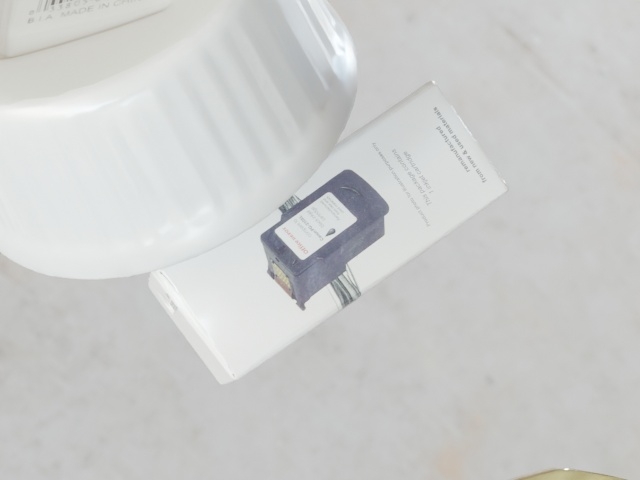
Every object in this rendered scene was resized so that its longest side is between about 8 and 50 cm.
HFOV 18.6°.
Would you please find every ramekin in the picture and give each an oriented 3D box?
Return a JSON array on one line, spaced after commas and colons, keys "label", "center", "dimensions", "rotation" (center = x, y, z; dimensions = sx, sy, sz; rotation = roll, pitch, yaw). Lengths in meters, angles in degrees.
[{"label": "ramekin", "center": [-0.126, -0.121, 1.255], "dimensions": [0.277, 0.277, 0.135], "rotation": [-91, 162, -44]}]

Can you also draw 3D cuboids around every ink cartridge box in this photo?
[{"label": "ink cartridge box", "center": [0.000, 0.000, 1.417], "dimensions": [0.237, 0.172, 0.100], "rotation": [-34, 89, -8]}]

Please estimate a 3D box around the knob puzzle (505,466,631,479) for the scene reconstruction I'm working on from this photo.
[{"label": "knob puzzle", "center": [0.139, 0.221, 1.183], "dimensions": [0.213, 0.030, 0.213], "rotation": [-2, 94, -24]}]
